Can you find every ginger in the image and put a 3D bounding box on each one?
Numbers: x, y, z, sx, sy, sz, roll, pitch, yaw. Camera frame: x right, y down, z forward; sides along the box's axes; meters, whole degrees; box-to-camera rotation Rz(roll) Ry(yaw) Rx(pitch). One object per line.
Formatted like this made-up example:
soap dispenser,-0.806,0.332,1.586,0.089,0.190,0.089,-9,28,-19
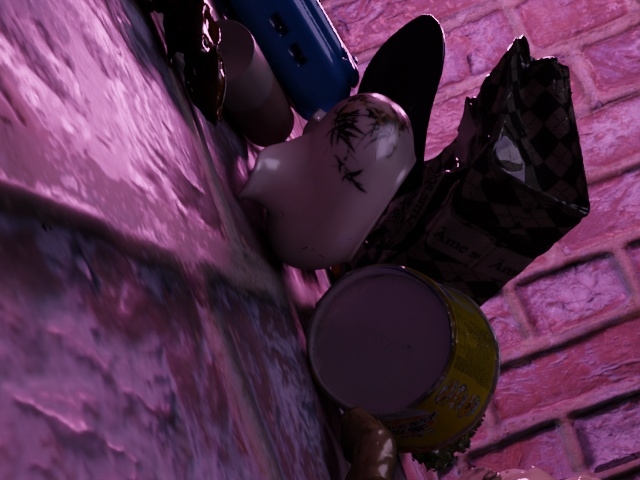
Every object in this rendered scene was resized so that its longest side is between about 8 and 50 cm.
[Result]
ginger,0.056,0.257,0.766,0.259,0.065,0.149,-116,-165,-60

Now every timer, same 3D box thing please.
timer,-0.076,-0.320,1.184,0.309,0.115,0.340,55,1,-27

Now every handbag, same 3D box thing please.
handbag,0.185,-0.055,1.215,0.416,0.180,0.317,-49,-158,47

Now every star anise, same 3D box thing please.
star anise,-0.123,-0.202,0.763,0.157,0.053,0.212,-78,148,-84

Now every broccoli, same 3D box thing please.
broccoli,0.183,0.315,1.552,0.194,0.219,0.194,32,42,-34

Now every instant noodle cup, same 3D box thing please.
instant noodle cup,0.085,0.118,0.948,0.153,0.205,0.205,45,23,-65

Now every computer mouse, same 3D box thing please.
computer mouse,0.085,-0.163,1.149,0.147,0.088,0.264,-152,-113,-68

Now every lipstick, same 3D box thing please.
lipstick,-0.083,-0.172,1.017,0.254,0.070,0.070,51,18,-78

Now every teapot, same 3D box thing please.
teapot,0.012,-0.074,0.982,0.300,0.165,0.208,-76,-174,-68

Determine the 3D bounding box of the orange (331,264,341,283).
orange,0.137,0.043,1.699,0.246,0.246,0.246,-21,90,-86

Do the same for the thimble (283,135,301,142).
thimble,-0.012,-0.080,1.154,0.102,0.115,0.090,50,-1,14

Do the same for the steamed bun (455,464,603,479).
steamed bun,0.256,0.462,1.107,0.394,0.237,0.347,28,-59,44
